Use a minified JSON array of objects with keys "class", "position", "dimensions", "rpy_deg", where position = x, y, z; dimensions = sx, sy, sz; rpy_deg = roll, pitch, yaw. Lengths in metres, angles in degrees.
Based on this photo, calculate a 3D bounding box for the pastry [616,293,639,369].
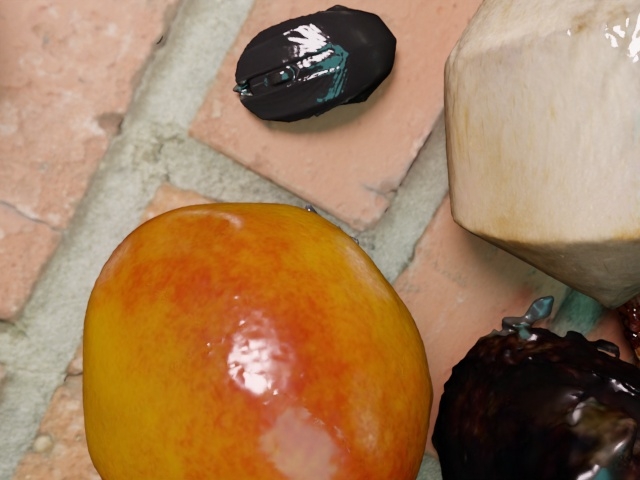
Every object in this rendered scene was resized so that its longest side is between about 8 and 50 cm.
[{"class":"pastry","position":[0.443,0.114,0.678],"dimensions":[0.115,0.097,0.208],"rpy_deg":[-36,113,-20]}]

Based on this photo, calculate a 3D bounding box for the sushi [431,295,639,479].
[{"class":"sushi","position":[0.295,0.260,0.589],"dimensions":[0.299,0.294,0.281],"rpy_deg":[32,99,-18]}]

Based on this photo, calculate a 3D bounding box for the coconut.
[{"class":"coconut","position":[0.254,-0.088,0.488],"dimensions":[0.328,0.329,0.329],"rpy_deg":[-4,106,-13]}]

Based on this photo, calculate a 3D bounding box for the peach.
[{"class":"peach","position":[-0.051,0.110,0.456],"dimensions":[0.289,0.308,0.289],"rpy_deg":[-5,105,-20]}]

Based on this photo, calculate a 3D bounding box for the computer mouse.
[{"class":"computer mouse","position":[-0.002,-0.171,0.519],"dimensions":[0.172,0.057,0.099],"rpy_deg":[-20,106,-6]}]

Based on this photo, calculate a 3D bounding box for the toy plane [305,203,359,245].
[{"class":"toy plane","position":[0.000,0.000,0.583],"dimensions":[0.078,0.031,0.083],"rpy_deg":[-17,112,5]}]
